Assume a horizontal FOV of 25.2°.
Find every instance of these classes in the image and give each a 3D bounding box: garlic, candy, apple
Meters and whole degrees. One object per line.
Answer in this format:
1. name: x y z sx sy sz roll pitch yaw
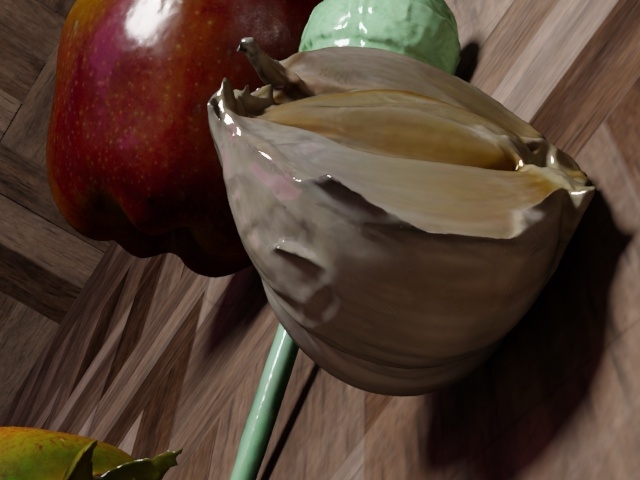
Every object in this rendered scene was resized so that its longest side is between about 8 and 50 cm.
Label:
1. garlic: 0.027 -0.007 0.688 0.229 0.178 0.142 -71 -3 -62
2. candy: 0.000 0.000 1.001 0.119 0.119 0.439 -36 32 63
3. apple: -0.108 -0.131 1.329 0.288 0.288 0.316 145 141 -65

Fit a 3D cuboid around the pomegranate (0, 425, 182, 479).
1. pomegranate: -0.166 0.208 0.832 0.256 0.221 0.221 -48 15 36
